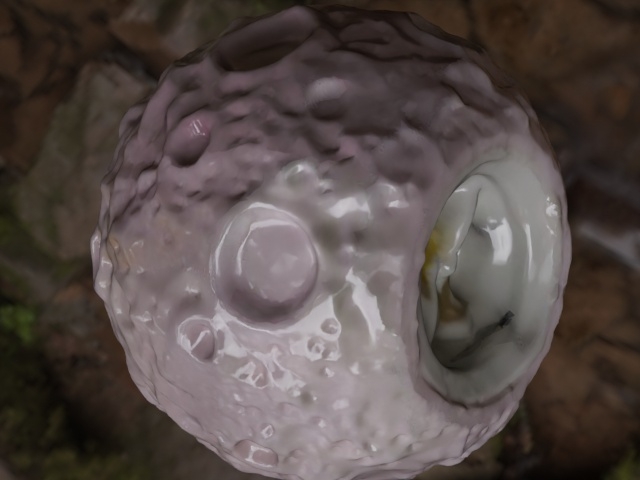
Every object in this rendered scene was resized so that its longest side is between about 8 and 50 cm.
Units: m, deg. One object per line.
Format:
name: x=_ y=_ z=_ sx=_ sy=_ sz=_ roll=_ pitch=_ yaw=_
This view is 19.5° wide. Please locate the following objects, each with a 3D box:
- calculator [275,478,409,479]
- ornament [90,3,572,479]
calculator: x=0.029 y=0.163 z=1.420 sx=0.045 sy=0.246 sz=0.141 roll=40 pitch=165 yaw=-20
ornament: x=0.000 y=0.000 z=0.986 sx=0.225 sy=0.259 sz=0.259 roll=11 pitch=141 yaw=39
